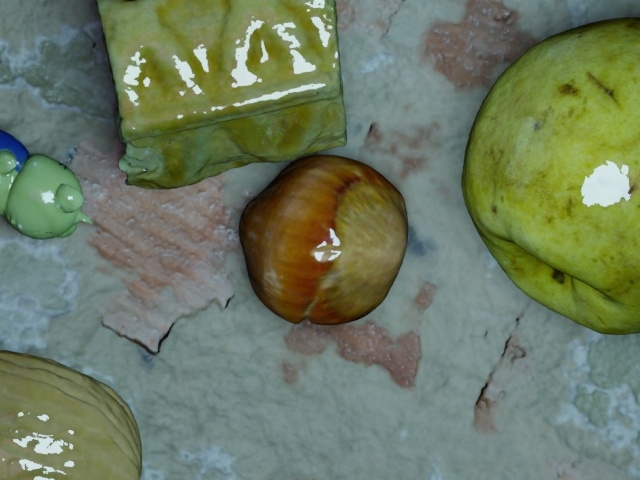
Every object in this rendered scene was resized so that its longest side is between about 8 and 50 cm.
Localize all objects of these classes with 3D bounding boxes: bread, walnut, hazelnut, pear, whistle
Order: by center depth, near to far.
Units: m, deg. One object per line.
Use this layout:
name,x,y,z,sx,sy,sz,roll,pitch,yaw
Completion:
pear,0.291,-0.074,1.728,0.304,0.304,0.304,0,97,-1
bread,-0.090,-0.175,1.753,0.252,0.196,0.238,-5,93,-3
hazelnut,0.000,0.000,1.786,0.182,0.182,0.182,0,97,-1
walnut,-0.307,0.220,1.790,0.261,0.225,0.225,25,96,-5
whistle,-0.334,-0.071,1.812,0.227,0.105,0.085,29,65,-1
